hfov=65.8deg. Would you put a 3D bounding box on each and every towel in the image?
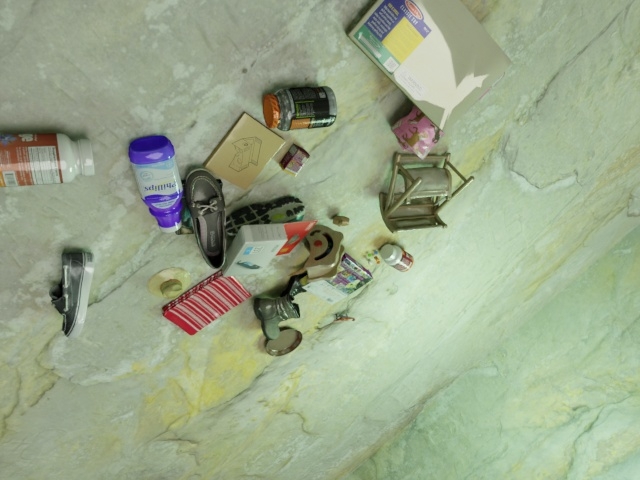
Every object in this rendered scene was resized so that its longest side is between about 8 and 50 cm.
[{"bbox_3d":[-0.404,0.227,1.779,0.275,0.031,0.199,-33,138,-1],"label":"towel"}]

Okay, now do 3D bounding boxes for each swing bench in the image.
[{"bbox_3d":[0.368,-0.171,1.800,0.253,0.165,0.254,-5,135,-28],"label":"swing bench"}]

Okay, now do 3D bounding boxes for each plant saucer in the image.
[{"bbox_3d":[-0.158,0.428,2.111,0.168,0.029,0.168,-16,134,-17],"label":"plant saucer"}]

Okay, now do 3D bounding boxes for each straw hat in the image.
[{"bbox_3d":[-0.494,0.162,1.643,0.144,0.061,0.144,-16,134,-18],"label":"straw hat"}]

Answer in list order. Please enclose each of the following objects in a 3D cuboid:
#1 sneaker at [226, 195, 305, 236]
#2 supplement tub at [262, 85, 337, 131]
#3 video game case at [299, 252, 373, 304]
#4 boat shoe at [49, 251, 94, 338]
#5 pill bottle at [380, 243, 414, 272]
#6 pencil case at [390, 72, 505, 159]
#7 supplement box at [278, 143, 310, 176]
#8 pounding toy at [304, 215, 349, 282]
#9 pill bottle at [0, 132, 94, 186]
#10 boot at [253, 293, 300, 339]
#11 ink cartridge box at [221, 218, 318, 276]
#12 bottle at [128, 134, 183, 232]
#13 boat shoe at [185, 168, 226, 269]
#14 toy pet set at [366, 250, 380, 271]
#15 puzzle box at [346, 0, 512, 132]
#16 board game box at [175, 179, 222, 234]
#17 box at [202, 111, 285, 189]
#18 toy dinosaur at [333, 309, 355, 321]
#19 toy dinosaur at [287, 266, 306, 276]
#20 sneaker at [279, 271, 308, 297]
[{"bbox_3d":[-0.177,-0.055,1.618,0.275,0.107,0.110,-14,145,-19],"label":"sneaker"},{"bbox_3d":[-0.059,-0.370,1.390,0.190,0.117,0.117,-11,132,-23],"label":"supplement tub"},{"bbox_3d":[0.065,0.150,1.900,0.210,0.042,0.232,-34,143,15],"label":"video game case"},{"bbox_3d":[-0.745,0.165,1.461,0.102,0.108,0.301,5,123,-34],"label":"boat shoe"},{"bbox_3d":[0.313,0.071,2.033,0.086,0.086,0.152,-48,136,14],"label":"pill bottle"},{"bbox_3d":[0.395,-0.437,1.571,0.386,0.160,0.167,-47,152,13],"label":"pencil case"},{"bbox_3d":[-0.081,-0.249,1.537,0.055,0.043,0.083,22,115,-42],"label":"supplement box"},{"bbox_3d":[0.000,0.000,1.716,0.154,0.269,0.155,7,136,14],"label":"pounding toy"},{"bbox_3d":[-0.661,-0.194,1.179,0.216,0.121,0.121,-8,131,-26],"label":"pill bottle"},{"bbox_3d":[-0.151,0.302,1.916,0.161,0.083,0.246,-6,136,11],"label":"boot"},{"bbox_3d":[-0.167,0.029,1.624,0.261,0.066,0.296,-6,159,-26],"label":"ink cartridge box"},{"bbox_3d":[-0.443,-0.148,1.372,0.118,0.092,0.283,-13,134,-15],"label":"bottle"},{"bbox_3d":[-0.329,-0.055,1.482,0.112,0.095,0.335,-16,134,-19],"label":"boat shoe"},{"bbox_3d":[0.179,0.111,2.025,0.122,0.065,0.114,-18,100,-21],"label":"toy pet set"},{"bbox_3d":[0.308,-0.538,1.387,0.409,0.052,0.272,39,104,-20],"label":"puzzle box"},{"bbox_3d":[-0.372,-0.100,1.507,0.126,0.026,0.186,-6,130,-28],"label":"board game box"},{"bbox_3d":[-0.224,-0.258,1.460,0.201,0.021,0.164,-48,136,15],"label":"box"},{"bbox_3d":[0.109,0.347,2.169,0.082,0.090,0.047,10,123,17],"label":"toy dinosaur"},{"bbox_3d":[-0.027,0.085,1.871,0.211,0.064,0.112,-44,123,-4],"label":"toy dinosaur"},{"bbox_3d":[-0.087,0.188,1.921,0.089,0.051,0.170,13,117,-34],"label":"sneaker"}]
